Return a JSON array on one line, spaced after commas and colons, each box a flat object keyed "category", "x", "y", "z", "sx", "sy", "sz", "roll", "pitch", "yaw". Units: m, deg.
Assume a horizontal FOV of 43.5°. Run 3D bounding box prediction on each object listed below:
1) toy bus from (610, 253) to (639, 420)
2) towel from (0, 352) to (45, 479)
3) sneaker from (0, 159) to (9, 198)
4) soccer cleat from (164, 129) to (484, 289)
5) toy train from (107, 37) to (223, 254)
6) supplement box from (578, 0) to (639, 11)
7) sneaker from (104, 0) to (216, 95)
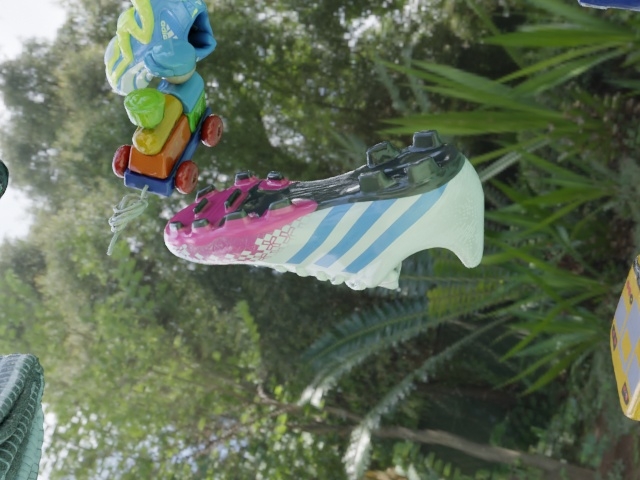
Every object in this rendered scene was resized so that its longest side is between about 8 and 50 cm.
[{"category": "toy bus", "x": 0.406, "y": 0.081, "z": 0.598, "sx": 0.108, "sy": 0.332, "sz": 0.130, "roll": -78, "pitch": -9, "yaw": -51}, {"category": "towel", "x": -0.375, "y": 0.183, "z": 0.708, "sx": 0.283, "sy": 0.235, "sz": 0.121, "roll": -147, "pitch": 58, "yaw": -74}, {"category": "sneaker", "x": -0.417, "y": -0.071, "z": 0.862, "sx": 0.083, "sy": 0.223, "sz": 0.098, "roll": 34, "pitch": -133, "yaw": -48}, {"category": "soccer cleat", "x": 0.000, "y": 0.000, "z": 0.785, "sx": 0.143, "sy": 0.331, "sz": 0.116, "roll": 66, "pitch": -152, "yaw": -27}, {"category": "toy train", "x": -0.205, "y": -0.117, "z": 0.960, "sx": 0.143, "sy": 0.105, "sz": 0.248, "roll": 93, "pitch": -166, "yaw": -52}, {"category": "supplement box", "x": 0.357, "y": -0.383, "z": 0.662, "sx": 0.195, "sy": 0.194, "sz": 0.357, "roll": -41, "pitch": -42, "yaw": -43}, {"category": "sneaker", "x": -0.218, "y": -0.259, "z": 1.096, "sx": 0.091, "sy": 0.126, "sz": 0.240, "roll": -45, "pitch": -8, "yaw": -37}]
